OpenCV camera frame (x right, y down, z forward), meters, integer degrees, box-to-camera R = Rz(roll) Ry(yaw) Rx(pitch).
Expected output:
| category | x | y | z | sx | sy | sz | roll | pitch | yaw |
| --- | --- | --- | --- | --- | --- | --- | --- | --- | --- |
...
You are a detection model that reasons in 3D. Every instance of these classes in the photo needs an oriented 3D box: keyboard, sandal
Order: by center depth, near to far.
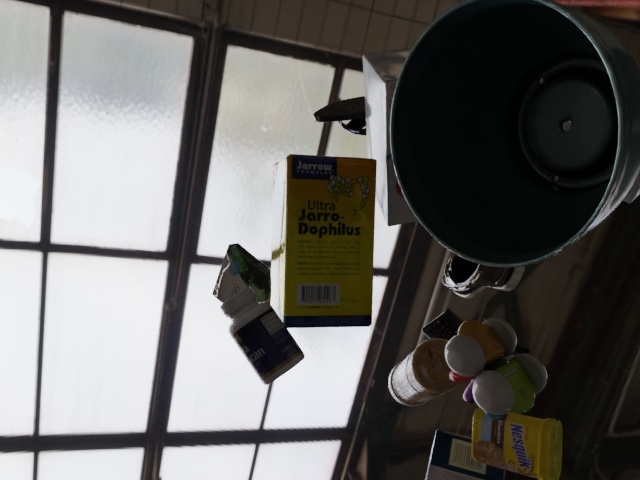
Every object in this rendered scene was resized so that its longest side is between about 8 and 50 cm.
| category | x | y | z | sx | sy | sz | roll | pitch | yaw |
| --- | --- | --- | --- | --- | --- | --- | --- | --- | --- |
| keyboard | 0.458 | 0.310 | 1.597 | 0.317 | 0.201 | 0.033 | 41 | -144 | -2 |
| sandal | 0.188 | -0.397 | 1.774 | 0.446 | 0.107 | 0.167 | -17 | -155 | -25 |

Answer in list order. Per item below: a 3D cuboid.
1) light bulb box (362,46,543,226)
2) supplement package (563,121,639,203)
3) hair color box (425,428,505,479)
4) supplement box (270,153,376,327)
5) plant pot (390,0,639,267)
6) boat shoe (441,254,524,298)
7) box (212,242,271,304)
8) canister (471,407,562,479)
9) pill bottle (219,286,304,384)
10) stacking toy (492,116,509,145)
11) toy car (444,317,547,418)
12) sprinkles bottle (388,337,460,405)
| category | x | y | z | sx | sy | sz | roll | pitch | yaw |
| --- | --- | --- | --- | --- | --- | --- | --- | --- | --- |
| light bulb box | 0.299 | -0.258 | 1.343 | 0.358 | 0.361 | 0.225 | -9 | -145 | -3 |
| supplement package | 0.643 | -0.217 | 1.228 | 0.194 | 0.149 | 0.203 | -28 | -128 | -36 |
| hair color box | 0.353 | 0.635 | 1.447 | 0.174 | 0.347 | 0.105 | 11 | -138 | 15 |
| supplement box | 0.000 | 0.000 | 1.254 | 0.195 | 0.356 | 0.194 | 1 | -177 | -14 |
| plant pot | 0.254 | -0.131 | 0.673 | 0.196 | 0.293 | 0.293 | -14 | -148 | -36 |
| boat shoe | 0.346 | 0.066 | 1.306 | 0.097 | 0.116 | 0.324 | 19 | 171 | -7 |
| box | -0.254 | 0.190 | 2.084 | 0.322 | 0.232 | 0.058 | 35 | -153 | 29 |
| canister | 0.411 | 0.426 | 1.197 | 0.170 | 0.126 | 0.073 | 0 | 176 | 42 |
| pill bottle | -0.113 | 0.175 | 1.059 | 0.169 | 0.094 | 0.094 | 55 | -150 | 7 |
| stacking toy | 0.196 | -0.165 | 0.952 | 0.130 | 0.279 | 0.309 | 17 | -164 | 0 |
| toy car | 0.298 | 0.239 | 1.021 | 0.159 | 0.136 | 0.182 | -13 | -123 | -40 |
| sprinkles bottle | 0.248 | 0.325 | 1.369 | 0.121 | 0.121 | 0.355 | 14 | 159 | 3 |
